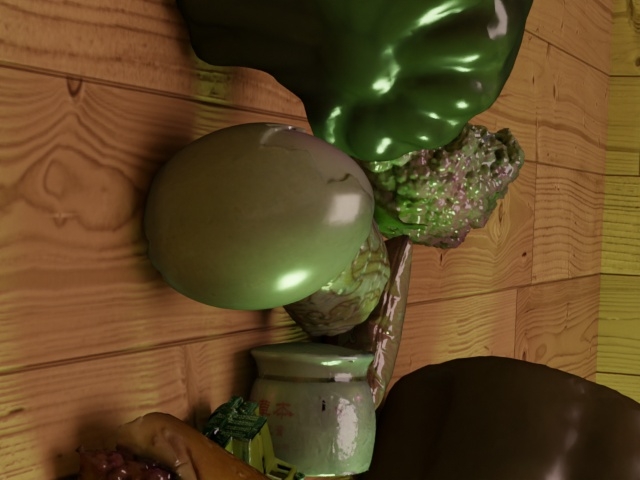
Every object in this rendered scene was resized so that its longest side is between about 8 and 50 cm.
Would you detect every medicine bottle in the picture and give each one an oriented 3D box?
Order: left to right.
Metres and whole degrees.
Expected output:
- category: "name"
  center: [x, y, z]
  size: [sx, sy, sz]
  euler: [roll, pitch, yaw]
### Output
- category: "medicine bottle"
  center: [-0.011, 0.187, 1.647]
  size: [0.147, 0.147, 0.143]
  euler: [2, 89, -69]

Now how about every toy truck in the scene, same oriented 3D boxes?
- category: "toy truck"
  center: [-0.065, 0.298, 1.544]
  size: [0.128, 0.135, 0.259]
  euler: [-48, 133, -60]

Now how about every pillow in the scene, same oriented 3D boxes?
- category: "pillow"
  center: [0.052, 0.109, 1.813]
  size: [0.223, 0.084, 0.236]
  euler: [176, -75, -77]

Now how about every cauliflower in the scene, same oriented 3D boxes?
- category: "cauliflower"
  center: [0.125, -0.127, 1.940]
  size: [0.256, 0.239, 0.315]
  euler: [31, 43, -39]

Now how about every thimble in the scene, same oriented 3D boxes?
- category: "thimble"
  center: [0.000, 0.000, 1.675]
  size: [0.143, 0.138, 0.190]
  euler: [58, 25, -53]

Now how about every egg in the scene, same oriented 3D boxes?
- category: "egg"
  center: [-0.052, -0.023, 1.420]
  size: [0.183, 0.217, 0.183]
  euler: [0, 90, -68]

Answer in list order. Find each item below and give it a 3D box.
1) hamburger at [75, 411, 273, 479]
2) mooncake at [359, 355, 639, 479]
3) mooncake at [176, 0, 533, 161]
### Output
- category: "hamburger"
  center: [-0.096, 0.279, 1.362]
  size: [0.155, 0.245, 0.282]
  euler: [-59, 166, -15]
- category: "mooncake"
  center: [0.279, 0.375, 2.042]
  size: [0.467, 0.467, 0.262]
  euler: [66, 38, -50]
- category: "mooncake"
  center: [0.041, -0.250, 1.435]
  size: [0.187, 0.351, 0.351]
  euler: [-61, 147, -50]
